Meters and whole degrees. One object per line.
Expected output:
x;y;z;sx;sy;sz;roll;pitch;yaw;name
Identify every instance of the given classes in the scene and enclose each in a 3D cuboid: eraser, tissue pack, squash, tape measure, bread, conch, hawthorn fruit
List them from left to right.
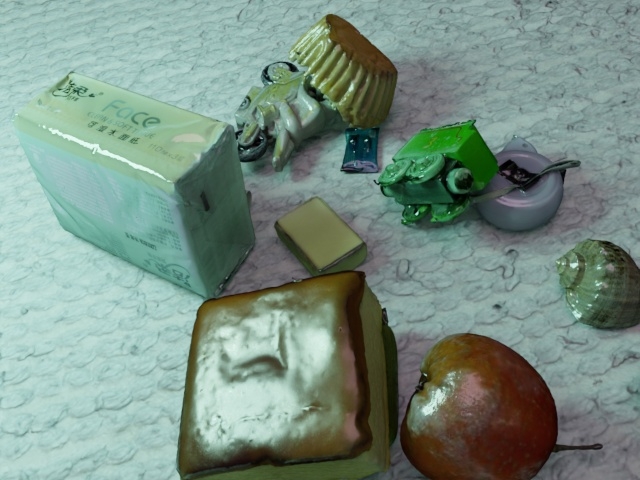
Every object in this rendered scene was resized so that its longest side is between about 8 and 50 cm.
-0.350;-0.110;1.349;0.405;0.331;0.205;21;55;23;tissue pack
-0.057;0.227;1.130;0.324;0.143;0.332;-15;50;17;bread
0.000;0.000;1.383;0.117;0.058;0.172;-33;55;-16;eraser
0.064;-0.378;1.543;0.149;0.274;0.274;-44;44;32;bread
0.090;-0.208;1.551;0.085;0.028;0.137;0;56;7;tissue pack
0.102;0.237;1.182;0.066;0.066;0.252;-1;53;7;squash
0.238;0.270;1.033;0.235;0.231;0.263;-43;53;-10;hawthorn fruit
0.399;-0.113;1.383;0.196;0.105;0.178;-40;58;-22;tape measure
0.516;0.084;1.238;0.207;0.130;0.155;21;91;-3;conch

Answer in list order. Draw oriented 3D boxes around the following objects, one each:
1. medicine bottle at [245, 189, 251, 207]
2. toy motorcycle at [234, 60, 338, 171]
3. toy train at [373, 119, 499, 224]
-0.197;-0.090;1.484;0.089;0.052;0.052;7;54;13;medicine bottle
-0.077;-0.292;1.591;0.223;0.107;0.340;13;54;14;toy motorcycle
0.229;-0.135;1.363;0.188;0.132;0.243;-47;22;-19;toy train
